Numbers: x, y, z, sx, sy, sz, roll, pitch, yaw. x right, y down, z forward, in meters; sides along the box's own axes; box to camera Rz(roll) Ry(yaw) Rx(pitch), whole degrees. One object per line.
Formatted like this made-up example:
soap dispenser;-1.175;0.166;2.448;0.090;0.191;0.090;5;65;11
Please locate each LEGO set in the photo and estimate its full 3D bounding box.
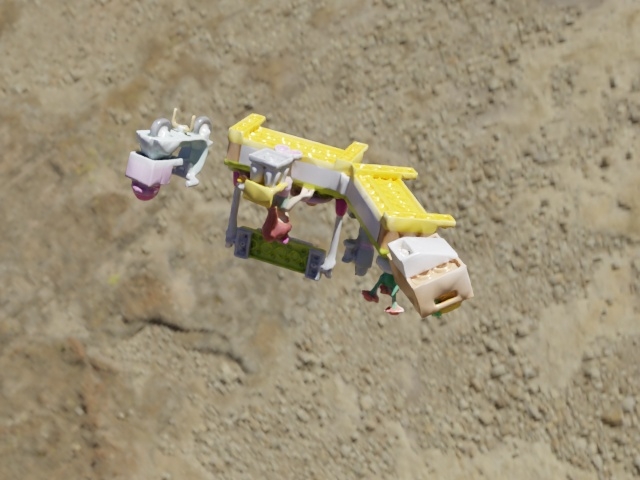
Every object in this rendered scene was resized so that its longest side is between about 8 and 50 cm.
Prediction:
LEGO set;0.000;0.000;0.840;0.287;0.107;0.132;27;28;33
